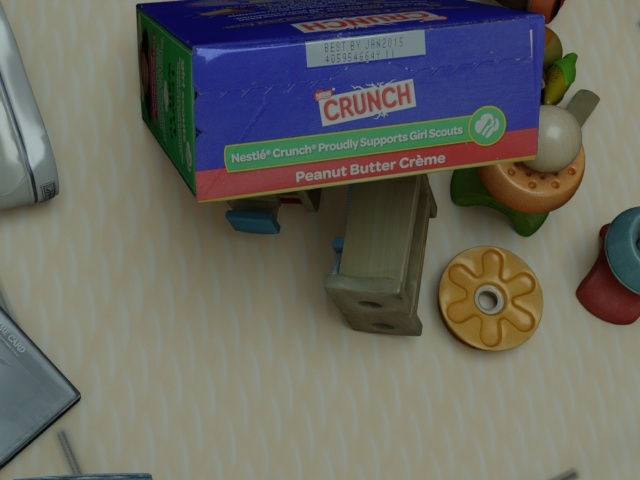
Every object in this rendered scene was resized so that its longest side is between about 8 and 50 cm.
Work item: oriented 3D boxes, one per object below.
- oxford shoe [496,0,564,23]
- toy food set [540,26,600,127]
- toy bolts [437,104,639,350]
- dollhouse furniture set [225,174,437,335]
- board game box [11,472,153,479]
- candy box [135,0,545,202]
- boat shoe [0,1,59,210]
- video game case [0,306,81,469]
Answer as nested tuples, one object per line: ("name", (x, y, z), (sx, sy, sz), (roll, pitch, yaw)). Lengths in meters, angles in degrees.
("oxford shoe", (0.245, -0.348, 1.239), (0.098, 0.097, 0.271), (23, 61, 13))
("toy food set", (0.192, -0.182, 1.173), (0.192, 0.038, 0.132), (36, 41, 2))
("toy bolts", (0.231, 0.002, 1.078), (0.228, 0.158, 0.218), (22, 68, -4))
("dollhouse furniture set", (0.000, 0.000, 1.067), (0.183, 0.129, 0.129), (4, 69, 15))
("board game box", (-0.165, 0.331, 0.806), (0.086, 0.302, 0.308), (1, 71, -11))
("candy box", (-0.002, -0.137, 0.992), (0.268, 0.317, 0.122), (-7, 106, -14))
("boat shoe", (-0.314, -0.149, 1.057), (0.088, 0.096, 0.267), (-18, 84, -22))
("video game case", (-0.365, 0.149, 0.977), (0.274, 0.026, 0.196), (-42, 84, -20))
